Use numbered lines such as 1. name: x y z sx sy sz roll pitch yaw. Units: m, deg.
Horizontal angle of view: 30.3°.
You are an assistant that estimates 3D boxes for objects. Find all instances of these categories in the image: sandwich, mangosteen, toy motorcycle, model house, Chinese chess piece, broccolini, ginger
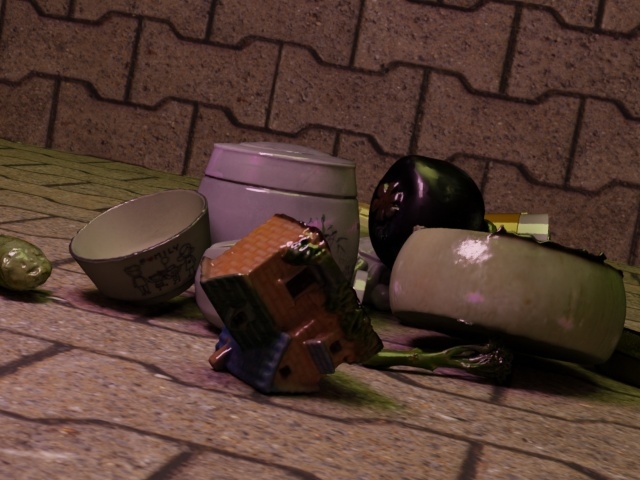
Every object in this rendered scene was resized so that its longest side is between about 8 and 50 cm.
1. sandwich: 0.504 0.187 1.848 0.235 0.079 0.159 18 0 28
2. mangosteen: 0.193 -0.028 2.013 0.243 0.242 0.243 10 7 -1
3. toy motorcycle: 0.081 0.060 2.093 0.260 0.110 0.171 -6 40 -32
4. model house: -0.058 0.090 1.412 0.172 0.183 0.166 -34 27 -17
5. Chinese chess piece: 0.278 0.081 1.761 0.349 0.146 0.349 13 -8 2
6. broccolini: 0.161 0.158 1.612 0.216 0.067 0.058 5 -6 -18
7. ginger: -0.506 0.017 1.682 0.290 0.089 0.137 17 -10 13

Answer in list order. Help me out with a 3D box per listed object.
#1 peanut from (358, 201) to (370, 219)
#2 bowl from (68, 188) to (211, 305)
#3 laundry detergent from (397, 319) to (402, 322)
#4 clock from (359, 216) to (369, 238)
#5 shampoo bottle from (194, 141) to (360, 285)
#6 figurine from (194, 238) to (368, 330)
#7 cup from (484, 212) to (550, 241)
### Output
1. peanut: 0.034 -0.024 2.633 0.306 0.147 0.147 10 6 39
2. bowl: -0.248 0.020 1.731 0.211 0.112 0.211 -16 24 7
3. laundry detergent: 0.243 0.120 1.980 0.226 0.070 0.099 9 4 -2
4. clock: 0.000 0.000 2.347 0.286 0.117 0.348 8 10 -36
5. shampoo bottle: -0.072 -0.022 1.871 0.273 0.266 0.273 9 8 -1
6. figurine: -0.060 0.077 1.656 0.236 0.133 0.176 14 5 4
7. cup: 0.380 0.040 2.548 0.226 0.185 0.241 6 -28 7
